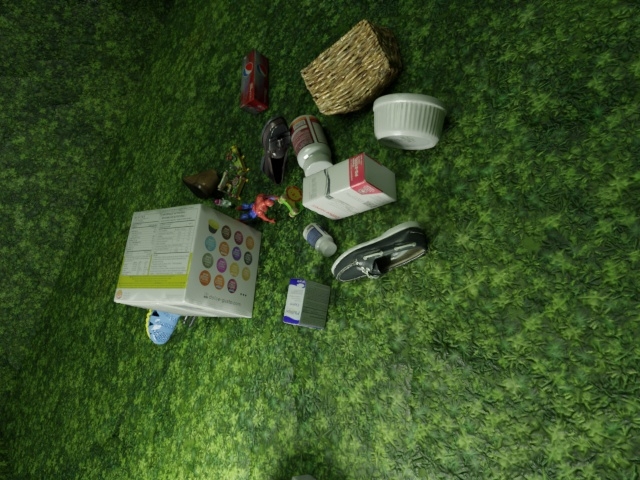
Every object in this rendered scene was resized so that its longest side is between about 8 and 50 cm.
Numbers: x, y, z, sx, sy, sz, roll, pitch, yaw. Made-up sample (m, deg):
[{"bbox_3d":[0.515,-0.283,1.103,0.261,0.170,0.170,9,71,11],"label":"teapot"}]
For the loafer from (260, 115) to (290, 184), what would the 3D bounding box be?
[{"bbox_3d":[-0.151,-0.315,1.626,0.095,0.109,0.303,58,157,19],"label":"loafer"}]

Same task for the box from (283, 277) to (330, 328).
[{"bbox_3d":[-0.041,0.196,1.402,0.072,0.126,0.137,-1,74,40],"label":"box"}]

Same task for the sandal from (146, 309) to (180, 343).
[{"bbox_3d":[-0.625,0.286,1.898,0.138,0.126,0.318,18,89,40],"label":"sandal"}]

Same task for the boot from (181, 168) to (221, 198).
[{"bbox_3d":[-0.527,-0.260,2.019,0.115,0.112,0.305,-51,33,-15],"label":"boot"}]

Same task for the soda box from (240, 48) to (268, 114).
[{"bbox_3d":[-0.282,-0.679,1.951,0.092,0.083,0.264,-18,65,37],"label":"soda box"}]

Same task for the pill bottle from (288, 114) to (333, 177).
[{"bbox_3d":[-0.031,-0.320,1.577,0.121,0.121,0.221,-35,55,28],"label":"pill bottle"}]

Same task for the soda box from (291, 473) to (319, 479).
[{"bbox_3d":[0.014,0.705,1.212,0.216,0.073,0.069,6,79,43],"label":"soda box"}]

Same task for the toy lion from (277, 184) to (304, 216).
[{"bbox_3d":[-0.095,-0.145,1.607,0.100,0.096,0.034,51,144,1],"label":"toy lion"}]

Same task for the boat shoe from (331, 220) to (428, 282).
[{"bbox_3d":[0.161,0.054,1.283,0.302,0.114,0.091,-35,49,29],"label":"boat shoe"}]

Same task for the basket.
[{"bbox_3d":[0.129,-0.563,1.541,0.299,0.223,0.214,-29,91,31],"label":"basket"}]

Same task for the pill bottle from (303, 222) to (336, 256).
[{"bbox_3d":[0.000,0.000,1.475,0.067,0.067,0.120,-55,47,12],"label":"pill bottle"}]

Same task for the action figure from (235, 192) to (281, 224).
[{"bbox_3d":[-0.212,-0.111,1.700,0.280,0.138,0.092,-16,66,62],"label":"action figure"}]

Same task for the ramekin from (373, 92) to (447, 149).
[{"bbox_3d":[0.249,-0.329,1.283,0.207,0.207,0.109,6,90,43],"label":"ramekin"}]

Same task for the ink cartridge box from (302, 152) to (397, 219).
[{"bbox_3d":[0.086,-0.156,1.381,0.237,0.171,0.100,-16,65,37],"label":"ink cartridge box"}]

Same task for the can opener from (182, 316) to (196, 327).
[{"bbox_3d":[-0.511,0.269,1.854,0.059,0.073,0.186,18,91,5],"label":"can opener"}]

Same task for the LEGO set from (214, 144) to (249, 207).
[{"bbox_3d":[-0.377,-0.282,1.880,0.132,0.107,0.287,-4,73,41],"label":"LEGO set"}]

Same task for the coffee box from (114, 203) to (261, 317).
[{"bbox_3d":[-0.459,0.086,1.630,0.337,0.337,0.335,-4,72,30],"label":"coffee box"}]
